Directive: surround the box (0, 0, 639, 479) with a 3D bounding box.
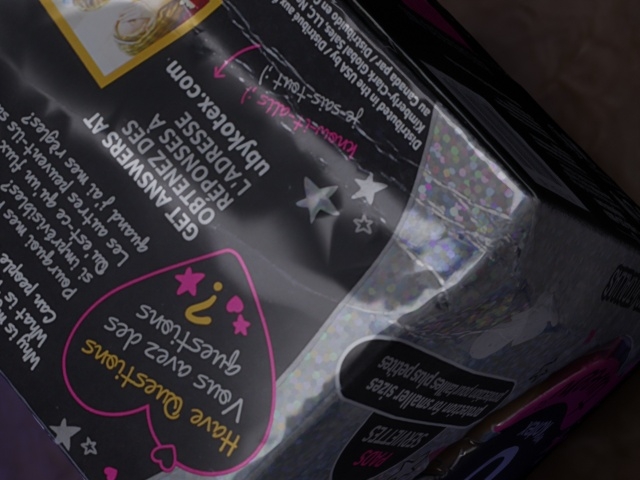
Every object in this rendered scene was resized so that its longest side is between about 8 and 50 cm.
[{"bbox_3d":[0.000,0.000,0.614,0.142,0.247,0.163,-45,71,11],"label":"box"}]
